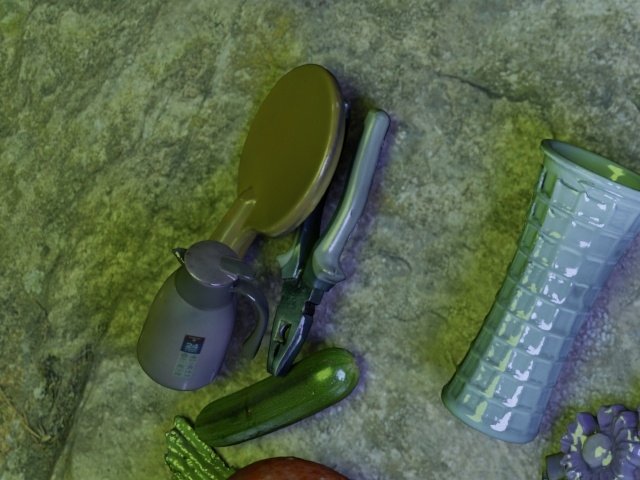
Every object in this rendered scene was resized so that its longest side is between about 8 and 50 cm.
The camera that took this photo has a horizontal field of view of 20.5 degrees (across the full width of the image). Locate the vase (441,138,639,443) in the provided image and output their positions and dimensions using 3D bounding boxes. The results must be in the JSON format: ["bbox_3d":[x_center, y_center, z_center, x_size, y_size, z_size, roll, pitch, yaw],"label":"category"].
[{"bbox_3d":[0.231,0.057,1.839,0.143,0.143,0.299,32,106,31],"label":"vase"}]

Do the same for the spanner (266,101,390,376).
[{"bbox_3d":[0.000,0.000,2.021,0.095,0.040,0.325,16,86,45],"label":"spanner"}]

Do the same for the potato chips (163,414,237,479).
[{"bbox_3d":[-0.130,0.302,2.116,0.207,0.028,0.092,43,108,26],"label":"potato chips"}]

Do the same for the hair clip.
[{"bbox_3d":[0.338,0.200,1.797,0.292,0.084,0.106,-23,56,35],"label":"hair clip"}]

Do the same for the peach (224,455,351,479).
[{"bbox_3d":[-0.018,0.350,1.956,0.232,0.232,0.232,-3,85,33],"label":"peach"}]

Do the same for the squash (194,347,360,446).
[{"bbox_3d":[-0.049,0.184,2.053,0.229,0.066,0.066,-25,73,30],"label":"squash"}]

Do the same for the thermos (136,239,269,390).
[{"bbox_3d":[-0.128,0.084,2.049,0.137,0.105,0.193,26,137,2],"label":"thermos"}]

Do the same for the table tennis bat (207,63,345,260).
[{"bbox_3d":[-0.066,-0.063,2.066,0.321,0.050,0.198,-57,35,25],"label":"table tennis bat"}]
